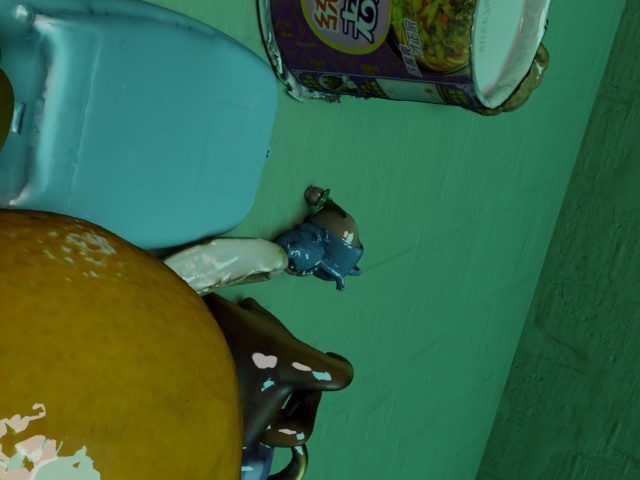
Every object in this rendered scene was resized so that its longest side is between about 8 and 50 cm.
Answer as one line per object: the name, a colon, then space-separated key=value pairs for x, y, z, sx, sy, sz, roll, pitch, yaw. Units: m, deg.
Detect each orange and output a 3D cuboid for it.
orange: x=-0.240 y=0.182 z=0.480 sx=0.424 sy=0.326 sz=0.423 roll=-38 pitch=141 yaw=-40

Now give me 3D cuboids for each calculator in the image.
calculator: x=-0.170 y=-0.109 z=0.672 sx=0.386 sy=0.054 sz=0.256 roll=-3 pitch=112 yaw=-58

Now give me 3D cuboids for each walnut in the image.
walnut: x=0.308 y=-0.324 z=1.151 sx=0.245 sy=0.198 sz=0.198 roll=10 pitch=100 yaw=-63

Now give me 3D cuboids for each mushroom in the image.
mushroom: x=-0.145 y=0.042 z=0.767 sx=0.210 sy=0.094 sz=0.072 roll=-20 pitch=84 yaw=-29

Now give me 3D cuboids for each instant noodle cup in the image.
instant noodle cup: x=0.127 y=-0.309 z=0.802 sx=0.340 sy=0.266 sz=0.339 roll=-37 pitch=139 yaw=-41

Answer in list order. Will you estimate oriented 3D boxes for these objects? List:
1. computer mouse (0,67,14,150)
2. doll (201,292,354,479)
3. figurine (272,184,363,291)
computer mouse: x=-0.319 y=-0.102 z=0.411 sx=0.245 sy=0.056 sz=0.125 roll=26 pitch=89 yaw=-53
doll: x=-0.117 y=0.244 z=0.875 sx=0.318 sy=0.209 sz=0.339 roll=16 pitch=95 yaw=-27
figurine: x=-0.002 y=-0.005 z=0.959 sx=0.178 sy=0.114 sz=0.144 roll=-4 pitch=111 yaw=-47
